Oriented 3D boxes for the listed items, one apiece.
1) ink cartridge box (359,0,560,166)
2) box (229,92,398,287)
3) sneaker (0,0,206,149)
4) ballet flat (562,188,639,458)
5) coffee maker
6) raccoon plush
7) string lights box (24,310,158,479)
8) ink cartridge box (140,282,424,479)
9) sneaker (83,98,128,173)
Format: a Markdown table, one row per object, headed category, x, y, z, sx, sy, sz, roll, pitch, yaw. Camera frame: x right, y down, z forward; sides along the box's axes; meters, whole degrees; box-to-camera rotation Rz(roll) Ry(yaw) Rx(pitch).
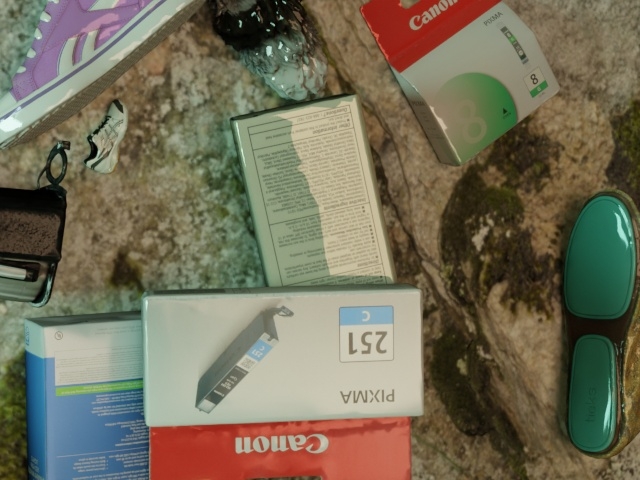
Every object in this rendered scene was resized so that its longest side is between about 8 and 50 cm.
| category | x | y | z | sx | sy | sz | roll | pitch | yaw |
| --- | --- | --- | --- | --- | --- | --- | --- | --- | --- |
| ink cartridge box | 0.175 | -0.231 | 1.752 | 0.181 | 0.056 | 0.225 | -37 | 112 | -21 |
| box | 0.000 | 0.000 | 1.610 | 0.148 | 0.121 | 0.311 | -11 | 98 | -5 |
| sneaker | -0.272 | -0.228 | 1.506 | 0.282 | 0.102 | 0.161 | -42 | 93 | -13 |
| ballet flat | 0.379 | 0.107 | 1.865 | 0.123 | 0.123 | 0.348 | 0 | 94 | -28 |
| coffee maker | -0.361 | -0.024 | 1.463 | 0.178 | 0.120 | 0.171 | 10 | 72 | -30 |
| raccoon plush | -0.037 | -0.365 | 1.488 | 0.216 | 0.299 | 0.446 | -47 | 113 | -17 |
| string lights box | -0.245 | 0.212 | 1.554 | 0.133 | 0.077 | 0.260 | -2 | 96 | -28 |
| ink cartridge box | -0.039 | 0.180 | 1.527 | 0.296 | 0.066 | 0.261 | -2 | 95 | -8 |
| sneaker | -0.233 | -0.115 | 1.557 | 0.037 | 0.032 | 0.083 | 13 | 88 | -28 |
